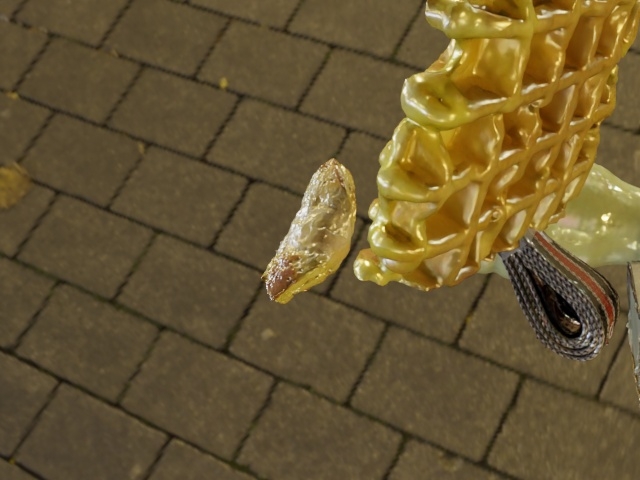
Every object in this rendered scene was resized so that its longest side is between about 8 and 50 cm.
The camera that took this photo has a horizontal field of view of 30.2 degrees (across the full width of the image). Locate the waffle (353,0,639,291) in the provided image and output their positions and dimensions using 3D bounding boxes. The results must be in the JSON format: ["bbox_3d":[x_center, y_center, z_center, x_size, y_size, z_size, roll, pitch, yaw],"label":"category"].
[{"bbox_3d":[0.108,-0.088,0.647,0.057,0.219,0.229,31,33,25],"label":"waffle"}]

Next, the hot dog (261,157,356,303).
[{"bbox_3d":[0.000,0.000,1.224,0.078,0.061,0.169,10,66,44],"label":"hot dog"}]

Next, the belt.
[{"bbox_3d":[0.248,-0.007,1.505,0.126,0.094,0.359,-36,88,24],"label":"belt"}]

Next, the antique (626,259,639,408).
[{"bbox_3d":[0.409,0.108,1.278,0.152,0.148,0.147,-4,25,12],"label":"antique"}]

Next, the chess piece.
[{"bbox_3d":[0.452,-0.028,1.809,0.442,0.234,0.234,11,66,11],"label":"chess piece"}]
